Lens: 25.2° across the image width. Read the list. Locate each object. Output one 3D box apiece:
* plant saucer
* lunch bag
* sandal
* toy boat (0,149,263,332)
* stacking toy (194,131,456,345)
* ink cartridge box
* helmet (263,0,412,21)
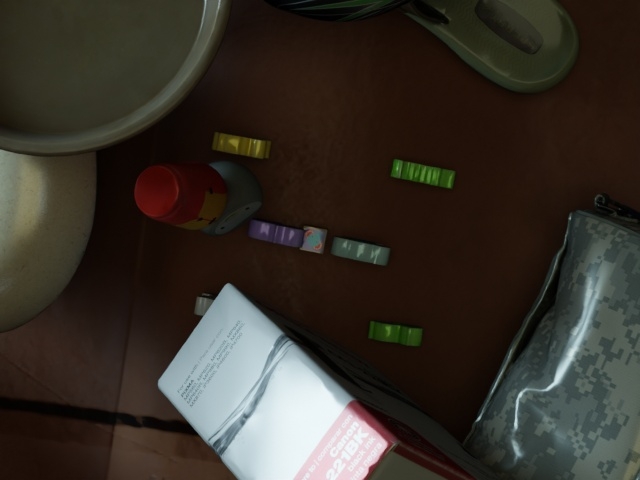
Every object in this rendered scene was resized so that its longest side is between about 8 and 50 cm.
[{"bbox_3d":[-0.206,-0.198,1.149,0.277,0.041,0.278,-1,79,3],"label":"plant saucer"},{"bbox_3d":[0.273,0.141,1.215,0.256,0.212,0.305,27,91,17],"label":"lunch bag"},{"bbox_3d":[0.100,-0.240,1.254,0.302,0.086,0.120,31,94,0],"label":"sandal"},{"bbox_3d":[-0.214,-0.046,1.243,0.318,0.148,0.268,6,91,24],"label":"toy boat"},{"bbox_3d":[0.000,0.000,1.291,0.221,0.052,0.167,10,94,1],"label":"stacking toy"},{"bbox_3d":[0.018,0.169,1.166,0.197,0.273,0.114,32,93,-40],"label":"ink cartridge box"},{"bbox_3d":[0.022,-0.252,1.139,0.169,0.161,0.169,1,87,-32],"label":"helmet"}]
